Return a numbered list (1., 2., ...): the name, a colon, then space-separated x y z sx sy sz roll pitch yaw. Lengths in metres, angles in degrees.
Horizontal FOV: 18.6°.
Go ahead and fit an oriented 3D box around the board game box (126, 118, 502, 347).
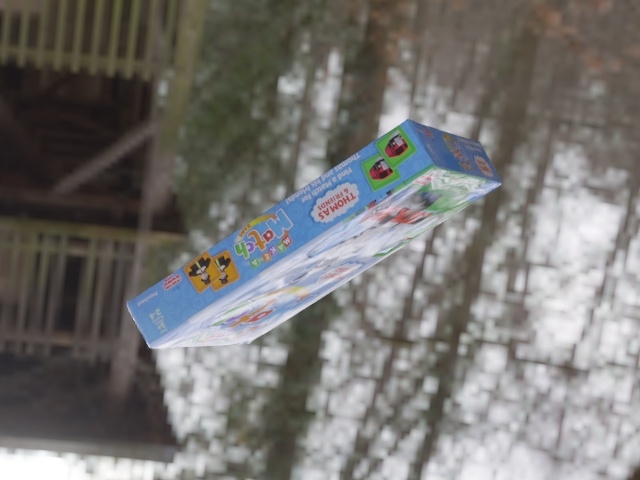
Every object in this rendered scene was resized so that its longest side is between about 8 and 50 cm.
1. board game box: 0.000 0.000 1.236 0.211 0.039 0.160 -32 168 16
